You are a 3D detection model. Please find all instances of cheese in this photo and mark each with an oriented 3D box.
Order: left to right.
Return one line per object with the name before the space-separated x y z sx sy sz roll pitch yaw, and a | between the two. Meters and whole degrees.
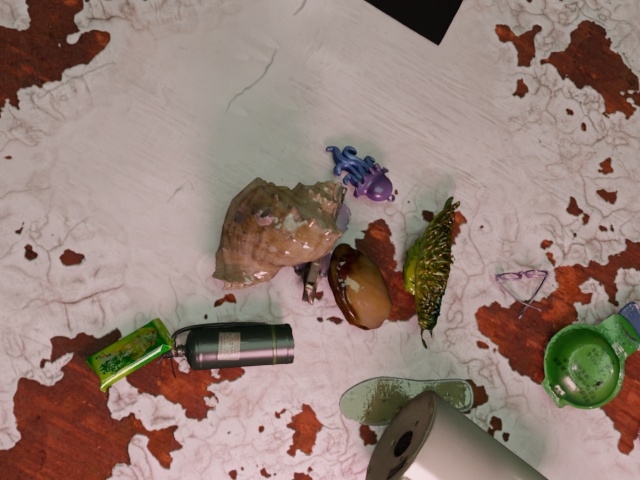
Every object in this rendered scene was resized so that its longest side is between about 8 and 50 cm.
cheese | 0.659 0.273 1.801 0.320 0.083 0.204 -36 86 -14

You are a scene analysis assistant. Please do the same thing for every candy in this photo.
candy | -0.398 0.234 1.586 0.178 0.032 0.102 -31 46 -15

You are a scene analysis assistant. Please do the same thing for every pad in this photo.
pad | 0.231 -0.618 1.921 0.243 0.004 0.163 30 75 -5

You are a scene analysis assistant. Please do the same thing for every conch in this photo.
conch | -0.112 -0.039 1.630 0.324 0.186 0.263 -31 42 -11

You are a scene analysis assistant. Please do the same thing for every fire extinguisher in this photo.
fire extinguisher | -0.208 0.229 1.623 0.294 0.093 0.118 -2 67 -12

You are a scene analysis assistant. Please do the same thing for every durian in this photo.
durian | 0.246 0.063 1.732 0.107 0.132 0.375 23 70 -20

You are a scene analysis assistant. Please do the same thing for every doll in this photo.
doll | 0.095 -0.157 1.774 0.206 0.067 0.110 43 67 12

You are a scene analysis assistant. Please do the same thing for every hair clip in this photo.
hair clip | 0.000 0.000 1.719 0.106 0.084 0.292 19 71 -3

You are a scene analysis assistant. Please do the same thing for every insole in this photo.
insole | 0.199 0.362 1.726 0.322 0.007 0.109 -1 80 -11

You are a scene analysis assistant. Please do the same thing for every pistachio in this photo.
pistachio | 0.081 0.103 1.687 0.210 0.131 0.165 64 31 -16

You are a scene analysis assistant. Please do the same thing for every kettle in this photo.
kettle | 0.306 0.545 1.552 0.377 0.361 0.250 35 115 -7

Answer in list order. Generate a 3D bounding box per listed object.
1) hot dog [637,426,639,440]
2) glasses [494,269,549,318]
hot dog | 0.842 0.505 1.809 0.108 0.059 0.191 -36 87 -14
glasses | 0.488 0.127 1.823 0.140 0.062 0.103 -8 103 -13
